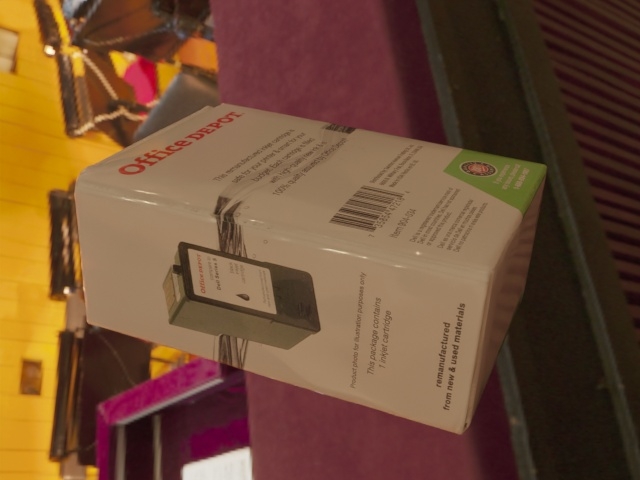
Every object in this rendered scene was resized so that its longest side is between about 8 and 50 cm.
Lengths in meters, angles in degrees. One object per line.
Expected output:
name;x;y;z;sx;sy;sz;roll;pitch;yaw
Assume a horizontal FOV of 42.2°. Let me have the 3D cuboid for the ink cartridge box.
ink cartridge box;0.000;0.000;0.582;0.273;0.198;0.114;13;118;19
